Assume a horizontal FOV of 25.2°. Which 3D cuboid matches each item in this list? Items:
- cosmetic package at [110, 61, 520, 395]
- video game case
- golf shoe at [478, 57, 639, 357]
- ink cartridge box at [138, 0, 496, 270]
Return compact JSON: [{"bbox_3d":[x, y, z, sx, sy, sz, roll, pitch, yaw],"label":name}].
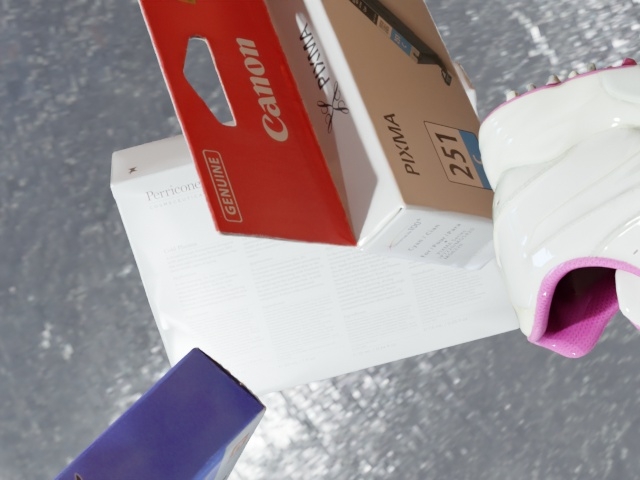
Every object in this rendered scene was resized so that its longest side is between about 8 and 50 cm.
[{"bbox_3d":[0.000,0.000,1.508,0.377,0.097,0.284,-14,119,0],"label":"cosmetic package"},{"bbox_3d":[-0.161,0.216,0.829,0.061,0.269,0.244,39,143,10],"label":"video game case"},{"bbox_3d":[0.200,-0.028,0.638,0.306,0.115,0.140,-20,59,48],"label":"golf shoe"},{"bbox_3d":[0.002,-0.124,1.100,0.066,0.261,0.296,-45,53,36],"label":"ink cartridge box"}]
